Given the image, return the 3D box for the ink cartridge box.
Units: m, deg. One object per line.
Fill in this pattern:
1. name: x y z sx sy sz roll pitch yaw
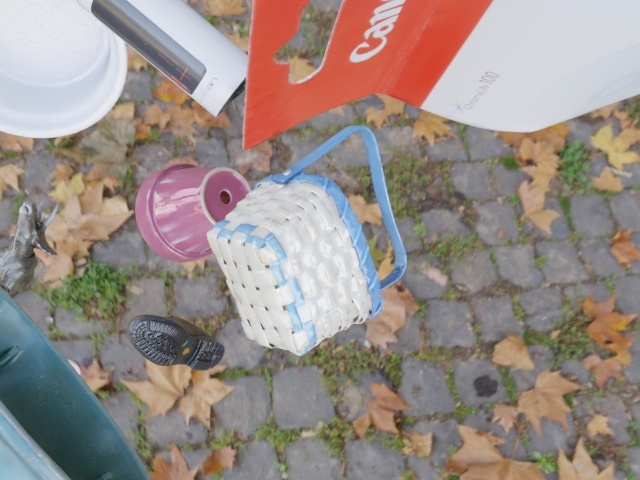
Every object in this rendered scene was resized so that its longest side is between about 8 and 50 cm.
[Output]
1. ink cartridge box: 0.145 -0.142 0.461 0.385 0.308 0.091 -23 82 -12

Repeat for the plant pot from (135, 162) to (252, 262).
1. plant pot: -0.238 -0.065 1.413 0.201 0.180 0.201 11 74 -43

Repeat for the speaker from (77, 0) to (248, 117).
1. speaker: -0.115 -0.158 0.544 0.136 0.055 0.055 40 63 -9

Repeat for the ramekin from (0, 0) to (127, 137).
1. ramekin: -0.427 -0.305 1.051 0.277 0.277 0.135 -3 40 -10

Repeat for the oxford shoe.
1. oxford shoe: -0.278 0.176 1.285 0.096 0.227 0.083 36 88 35

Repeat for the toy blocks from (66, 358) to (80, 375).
1. toy blocks: -0.499 0.250 1.235 0.123 0.054 0.148 48 25 -18

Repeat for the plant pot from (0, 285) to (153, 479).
1. plant pot: -0.345 0.212 0.529 0.334 0.341 0.341 -38 74 -14

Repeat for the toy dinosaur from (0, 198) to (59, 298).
1. toy dinosaur: -0.580 0.072 1.282 0.121 0.313 0.160 48 30 8

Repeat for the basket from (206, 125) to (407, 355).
1. basket: 0.000 0.000 0.999 0.289 0.201 0.255 -31 115 -30
